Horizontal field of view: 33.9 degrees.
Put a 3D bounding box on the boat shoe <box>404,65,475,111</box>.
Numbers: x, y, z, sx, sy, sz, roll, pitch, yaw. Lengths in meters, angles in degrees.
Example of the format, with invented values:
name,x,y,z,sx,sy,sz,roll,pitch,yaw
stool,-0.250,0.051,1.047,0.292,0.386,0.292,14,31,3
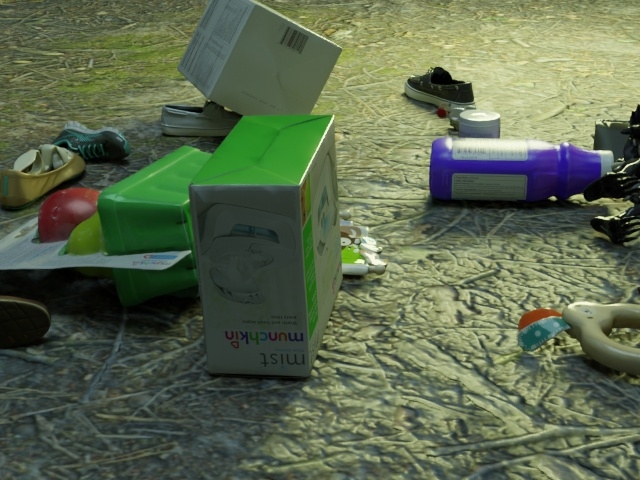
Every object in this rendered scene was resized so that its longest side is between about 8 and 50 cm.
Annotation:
name,x,y,z,sx,sy,sz,roll,pitch,yaw
boat shoe,0.249,-0.327,2.204,0.080,0.076,0.228,-10,24,-20

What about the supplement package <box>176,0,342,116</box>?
name,x,y,z,sx,sy,sz,roll,pitch,yaw
supplement package,-0.125,-0.353,2.041,0.199,0.198,0.263,22,11,-27

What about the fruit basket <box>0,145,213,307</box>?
name,x,y,z,sx,sy,sz,roll,pitch,yaw
fruit basket,-0.271,-0.011,1.423,0.353,0.165,0.327,-8,17,26

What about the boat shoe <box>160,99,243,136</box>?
name,x,y,z,sx,sy,sz,roll,pitch,yaw
boat shoe,-0.217,-0.240,2.033,0.184,0.063,0.066,2,22,5

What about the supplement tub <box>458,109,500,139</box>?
name,x,y,z,sx,sy,sz,roll,pitch,yaw
supplement tub,0.264,-0.158,1.754,0.071,0.107,0.071,-1,22,0

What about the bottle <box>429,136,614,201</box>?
name,x,y,z,sx,sy,sz,roll,pitch,yaw
bottle,0.314,-0.111,1.657,0.283,0.092,0.118,2,23,6

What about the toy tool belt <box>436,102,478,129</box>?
name,x,y,z,sx,sy,sz,roll,pitch,yaw
toy tool belt,0.269,-0.236,2.034,0.083,0.052,0.051,9,-7,15

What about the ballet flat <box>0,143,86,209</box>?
name,x,y,z,sx,sy,sz,roll,pitch,yaw
ballet flat,-0.456,-0.122,1.746,0.080,0.073,0.232,4,23,12

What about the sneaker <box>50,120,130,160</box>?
name,x,y,z,sx,sy,sz,roll,pitch,yaw
sneaker,-0.415,-0.165,1.887,0.166,0.065,0.076,9,41,32

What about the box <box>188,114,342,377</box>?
name,x,y,z,sx,sy,sz,roll,pitch,yaw
box,-0.057,-0.002,1.230,0.126,0.231,0.262,0,22,10

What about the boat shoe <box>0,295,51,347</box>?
name,x,y,z,sx,sy,sz,roll,pitch,yaw
boat shoe,-0.407,0.089,1.247,0.178,0.064,0.060,-4,24,0

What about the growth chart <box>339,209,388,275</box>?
name,x,y,z,sx,sy,sz,roll,pitch,yaw
growth chart,0.000,0.000,1.493,0.172,0.021,0.237,-1,22,-9

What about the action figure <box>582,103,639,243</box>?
name,x,y,z,sx,sy,sz,roll,pitch,yaw
action figure,0.494,-0.100,1.551,0.141,0.164,0.275,3,30,37

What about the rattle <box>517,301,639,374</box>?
name,x,y,z,sx,sy,sz,roll,pitch,yaw
rattle,0.321,0.068,1.175,0.199,0.143,0.130,19,47,27

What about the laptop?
name,x,y,z,sx,sy,sz,roll,pitch,yaw
laptop,0.585,-0.132,1.801,0.234,0.136,0.264,6,-2,14

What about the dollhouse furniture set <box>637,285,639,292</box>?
name,x,y,z,sx,sy,sz,roll,pitch,yaw
dollhouse furniture set,0.467,0.039,1.299,0.091,0.081,0.114,-10,24,-19
